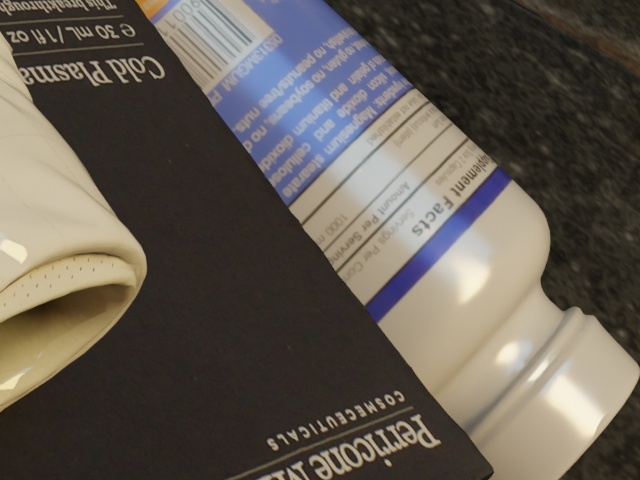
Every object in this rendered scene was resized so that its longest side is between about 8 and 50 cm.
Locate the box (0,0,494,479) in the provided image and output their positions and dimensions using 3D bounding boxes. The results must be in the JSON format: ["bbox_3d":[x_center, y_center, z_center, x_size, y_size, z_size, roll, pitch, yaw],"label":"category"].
[{"bbox_3d":[-0.178,0.036,0.577,0.343,0.179,0.312,-14,61,-52],"label":"box"}]

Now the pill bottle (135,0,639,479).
[{"bbox_3d":[0.000,0.000,0.828,0.272,0.152,0.152,44,33,1],"label":"pill bottle"}]

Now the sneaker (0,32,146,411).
[{"bbox_3d":[-0.157,-0.014,0.395,0.292,0.108,0.169,-9,56,-51],"label":"sneaker"}]
